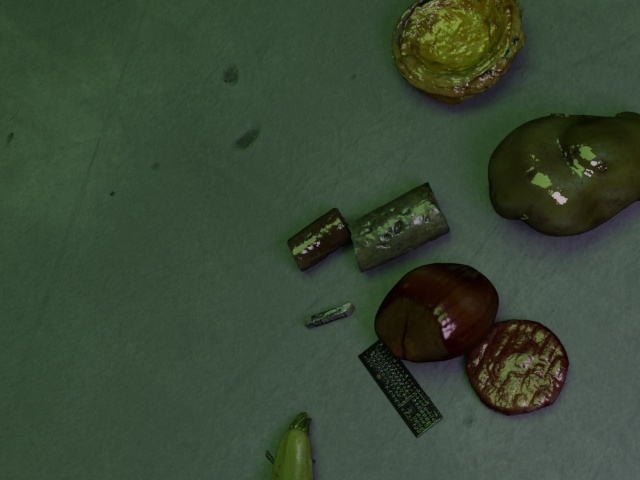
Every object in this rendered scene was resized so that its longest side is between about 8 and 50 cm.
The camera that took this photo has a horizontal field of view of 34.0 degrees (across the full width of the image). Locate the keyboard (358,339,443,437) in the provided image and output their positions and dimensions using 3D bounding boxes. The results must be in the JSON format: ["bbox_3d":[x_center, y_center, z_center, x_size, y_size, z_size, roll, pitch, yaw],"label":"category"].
[{"bbox_3d":[0.145,0.266,1.920,0.064,0.010,0.198,-38,59,2],"label":"keyboard"}]

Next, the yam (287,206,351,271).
[{"bbox_3d":[-0.001,-0.003,2.061,0.127,0.084,0.084,-32,59,2],"label":"yam"}]

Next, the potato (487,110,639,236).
[{"bbox_3d":[0.473,-0.129,1.891,0.351,0.202,0.218,-22,48,-6],"label":"potato"}]

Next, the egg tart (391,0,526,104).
[{"bbox_3d":[0.289,-0.404,2.138,0.291,0.107,0.290,-9,66,20],"label":"egg tart"}]

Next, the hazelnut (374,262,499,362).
[{"bbox_3d":[0.212,0.130,1.872,0.212,0.181,0.181,12,98,45],"label":"hazelnut"}]

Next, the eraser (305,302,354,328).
[{"bbox_3d":[0.018,0.145,2.014,0.099,0.027,0.019,-19,59,12],"label":"eraser"}]

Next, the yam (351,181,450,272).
[{"bbox_3d":[0.144,-0.022,2.005,0.194,0.107,0.107,-27,60,7],"label":"yam"}]

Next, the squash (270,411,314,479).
[{"bbox_3d":[-0.041,0.411,1.885,0.094,0.094,0.224,-7,55,17],"label":"squash"}]

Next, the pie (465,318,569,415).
[{"bbox_3d":[0.346,0.222,1.846,0.182,0.049,0.182,-9,62,17],"label":"pie"}]
